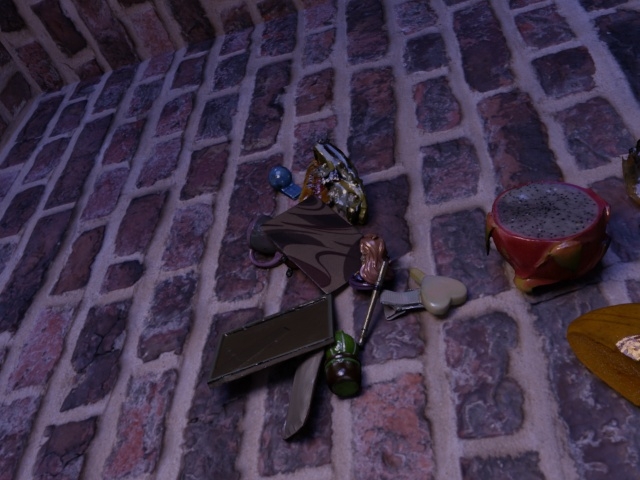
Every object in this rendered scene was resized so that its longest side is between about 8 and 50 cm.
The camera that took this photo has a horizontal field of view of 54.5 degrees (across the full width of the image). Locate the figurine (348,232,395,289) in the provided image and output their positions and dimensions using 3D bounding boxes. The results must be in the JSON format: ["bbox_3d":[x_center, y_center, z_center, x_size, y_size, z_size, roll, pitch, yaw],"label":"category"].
[{"bbox_3d":[0.145,0.061,1.648,0.126,0.157,0.114,-4,27,-43],"label":"figurine"}]

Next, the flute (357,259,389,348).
[{"bbox_3d":[0.132,0.159,1.574,0.027,0.027,0.233,10,75,33],"label":"flute"}]

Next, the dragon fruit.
[{"bbox_3d":[0.551,-0.011,1.509,0.290,0.189,0.291,-9,38,7],"label":"dragon fruit"}]

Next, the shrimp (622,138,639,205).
[{"bbox_3d":[0.875,-0.166,1.601,0.173,0.058,0.253,3,51,18],"label":"shrimp"}]

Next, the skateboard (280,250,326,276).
[{"bbox_3d":[-0.039,0.049,1.821,0.151,0.067,0.080,-9,33,10],"label":"skateboard"}]

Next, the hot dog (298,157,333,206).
[{"bbox_3d":[0.011,-0.195,2.030,0.144,0.075,0.268,-4,44,22],"label":"hot dog"}]

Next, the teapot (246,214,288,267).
[{"bbox_3d":[-0.151,0.002,1.880,0.146,0.116,0.148,19,53,26],"label":"teapot"}]

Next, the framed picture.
[{"bbox_3d":[-0.121,0.250,1.599,0.335,0.022,0.247,-22,20,7],"label":"framed picture"}]

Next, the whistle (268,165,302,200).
[{"bbox_3d":[-0.126,-0.204,2.098,0.090,0.090,0.158,-40,43,-16],"label":"whistle"}]

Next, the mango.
[{"bbox_3d":[0.658,0.227,1.217,0.199,0.201,0.350,-8,17,-40],"label":"mango"}]

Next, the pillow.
[{"bbox_3d":[-0.040,0.353,1.477,0.130,0.038,0.233,-44,24,45],"label":"pillow"}]

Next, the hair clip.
[{"bbox_3d":[0.262,0.135,1.580,0.218,0.071,0.159,-9,41,11],"label":"hair clip"}]

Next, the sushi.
[{"bbox_3d":[0.065,-0.171,1.905,0.131,0.139,0.291,-32,67,-3],"label":"sushi"}]

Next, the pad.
[{"bbox_3d":[0.000,0.000,1.800,0.220,0.004,0.330,-33,55,-24],"label":"pad"}]

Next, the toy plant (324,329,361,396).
[{"bbox_3d":[0.051,0.289,1.497,0.092,0.093,0.162,-17,41,9],"label":"toy plant"}]
